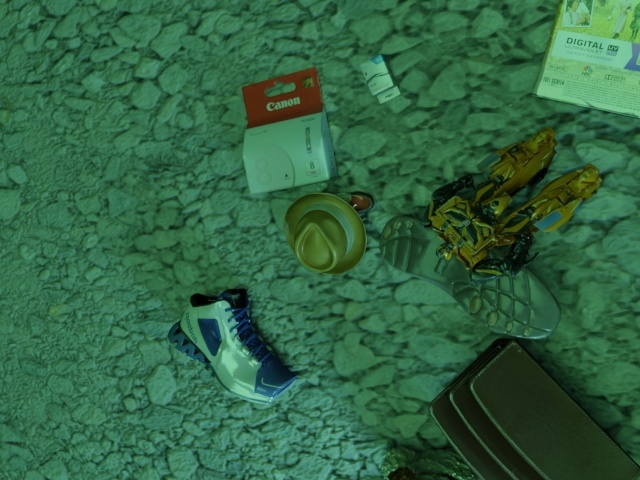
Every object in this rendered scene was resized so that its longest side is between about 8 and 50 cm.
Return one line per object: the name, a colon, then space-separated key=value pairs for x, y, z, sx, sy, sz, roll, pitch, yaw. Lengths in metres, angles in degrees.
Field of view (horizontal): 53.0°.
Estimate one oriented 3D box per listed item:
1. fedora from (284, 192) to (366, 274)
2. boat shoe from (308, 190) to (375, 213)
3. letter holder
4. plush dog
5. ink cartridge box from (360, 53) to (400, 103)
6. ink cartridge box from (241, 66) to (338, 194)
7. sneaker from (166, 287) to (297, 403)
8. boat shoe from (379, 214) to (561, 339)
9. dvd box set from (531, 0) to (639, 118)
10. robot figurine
fedora: x=0.000 y=0.000 z=1.305 sx=0.195 sy=0.079 sz=0.194 roll=9 pitch=122 yaw=15
boat shoe: x=0.044 y=-0.076 z=1.318 sx=0.137 sy=0.043 sz=0.049 roll=2 pitch=98 yaw=21
letter holder: x=0.366 y=0.358 z=1.159 sx=0.214 sy=0.152 sz=0.302 roll=-43 pitch=81 yaw=-3
plush dog: x=0.243 y=0.502 z=1.238 sx=0.262 sy=0.225 sz=0.210 roll=47 pitch=114 yaw=9
ink cartridge box: x=0.116 y=-0.313 z=1.250 sx=0.048 sy=0.028 sz=0.083 roll=-23 pitch=91 yaw=25
ink cartridge box: x=-0.078 y=-0.224 z=1.337 sx=0.189 sy=0.066 sz=0.232 roll=-8 pitch=100 yaw=24
sneaker: x=-0.191 y=0.211 z=1.424 sx=0.316 sy=0.127 sz=0.182 roll=29 pitch=112 yaw=18
boat shoe: x=0.283 y=0.054 z=1.194 sx=0.355 sy=0.130 sz=0.132 roll=34 pitch=107 yaw=20
dvd box set: x=0.552 y=-0.407 z=1.030 sx=0.308 sy=0.062 sz=0.420 roll=17 pitch=106 yaw=20
robot figurine: x=0.316 y=-0.062 z=1.101 sx=0.291 sy=0.085 sz=0.211 roll=-35 pitch=62 yaw=-6
